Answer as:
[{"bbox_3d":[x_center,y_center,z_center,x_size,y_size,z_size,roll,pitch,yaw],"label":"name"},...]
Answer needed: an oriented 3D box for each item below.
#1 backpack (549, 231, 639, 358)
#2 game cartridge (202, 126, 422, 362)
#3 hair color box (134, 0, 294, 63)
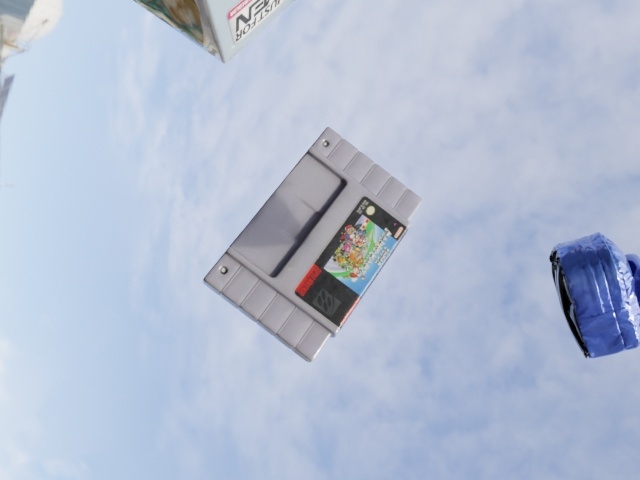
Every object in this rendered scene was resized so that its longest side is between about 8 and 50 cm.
[{"bbox_3d":[0.317,0.051,0.617,0.101,0.098,0.120,-23,-77,18],"label":"backpack"},{"bbox_3d":[0.000,0.000,0.936,0.355,0.230,0.068,-54,177,-19],"label":"game cartridge"},{"bbox_3d":[-0.136,-0.331,0.402,0.185,0.374,0.114,38,-105,16],"label":"hair color box"}]
